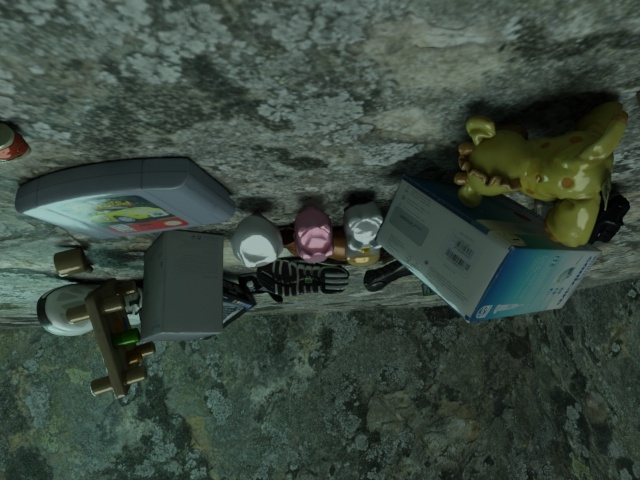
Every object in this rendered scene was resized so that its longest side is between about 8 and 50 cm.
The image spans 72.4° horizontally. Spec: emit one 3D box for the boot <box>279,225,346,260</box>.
[{"bbox_3d":[0.000,0.000,0.984,0.197,0.073,0.152,-16,157,30],"label":"boot"}]

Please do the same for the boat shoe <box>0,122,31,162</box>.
[{"bbox_3d":[-0.417,-0.108,0.511,0.136,0.049,0.043,-8,168,-5],"label":"boat shoe"}]

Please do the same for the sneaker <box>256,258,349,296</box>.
[{"bbox_3d":[-0.042,0.109,1.334,0.281,0.107,0.162,6,-173,14],"label":"sneaker"}]

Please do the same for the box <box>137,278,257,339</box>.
[{"bbox_3d":[-0.395,0.219,1.442,0.242,0.077,0.307,-36,150,10],"label":"box"}]

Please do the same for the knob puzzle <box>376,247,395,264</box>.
[{"bbox_3d":[0.185,-0.003,0.967,0.213,0.030,0.213,-27,-172,4],"label":"knob puzzle"}]

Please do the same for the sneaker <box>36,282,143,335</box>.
[{"bbox_3d":[-0.648,0.189,1.426,0.257,0.169,0.447,-19,169,19],"label":"sneaker"}]

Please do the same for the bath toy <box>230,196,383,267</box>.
[{"bbox_3d":[0.005,-0.014,0.846,0.347,0.129,0.152,-5,121,-5],"label":"bath toy"}]

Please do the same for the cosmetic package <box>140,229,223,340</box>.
[{"bbox_3d":[-0.328,0.115,1.024,0.138,0.225,0.224,5,162,-32],"label":"cosmetic package"}]

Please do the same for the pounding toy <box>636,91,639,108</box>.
[{"bbox_3d":[0.429,-0.099,0.499,0.205,0.181,0.094,8,161,-38],"label":"pounding toy"}]

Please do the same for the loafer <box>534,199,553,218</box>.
[{"bbox_3d":[0.486,-0.043,0.951,0.084,0.096,0.267,12,163,18],"label":"loafer"}]

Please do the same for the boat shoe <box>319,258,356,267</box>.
[{"bbox_3d":[0.047,0.052,1.253,0.132,0.042,0.049,4,-171,-24],"label":"boat shoe"}]

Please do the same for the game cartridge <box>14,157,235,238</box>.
[{"bbox_3d":[-0.311,-0.062,0.703,0.293,0.060,0.196,-7,161,12],"label":"game cartridge"}]

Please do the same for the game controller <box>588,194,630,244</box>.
[{"bbox_3d":[0.597,-0.012,0.981,0.166,0.067,0.319,-38,157,19],"label":"game controller"}]

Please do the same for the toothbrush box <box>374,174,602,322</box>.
[{"bbox_3d":[0.274,0.008,0.717,0.295,0.216,0.126,4,119,-38],"label":"toothbrush box"}]

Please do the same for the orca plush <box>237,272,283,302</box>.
[{"bbox_3d":[-0.138,0.169,1.517,0.287,0.102,0.151,4,163,-28],"label":"orca plush"}]

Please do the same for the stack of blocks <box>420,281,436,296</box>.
[{"bbox_3d":[0.469,0.121,1.366,0.296,0.171,0.087,-10,164,23],"label":"stack of blocks"}]

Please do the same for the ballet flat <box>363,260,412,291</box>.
[{"bbox_3d":[0.153,0.048,0.857,0.173,0.049,0.057,-30,139,28],"label":"ballet flat"}]

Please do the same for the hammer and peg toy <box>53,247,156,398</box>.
[{"bbox_3d":[-0.532,0.183,1.112,0.127,0.362,0.266,-15,-172,-13],"label":"hammer and peg toy"}]

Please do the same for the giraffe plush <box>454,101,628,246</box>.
[{"bbox_3d":[0.267,-0.092,0.559,0.170,0.182,0.210,14,-162,27],"label":"giraffe plush"}]
